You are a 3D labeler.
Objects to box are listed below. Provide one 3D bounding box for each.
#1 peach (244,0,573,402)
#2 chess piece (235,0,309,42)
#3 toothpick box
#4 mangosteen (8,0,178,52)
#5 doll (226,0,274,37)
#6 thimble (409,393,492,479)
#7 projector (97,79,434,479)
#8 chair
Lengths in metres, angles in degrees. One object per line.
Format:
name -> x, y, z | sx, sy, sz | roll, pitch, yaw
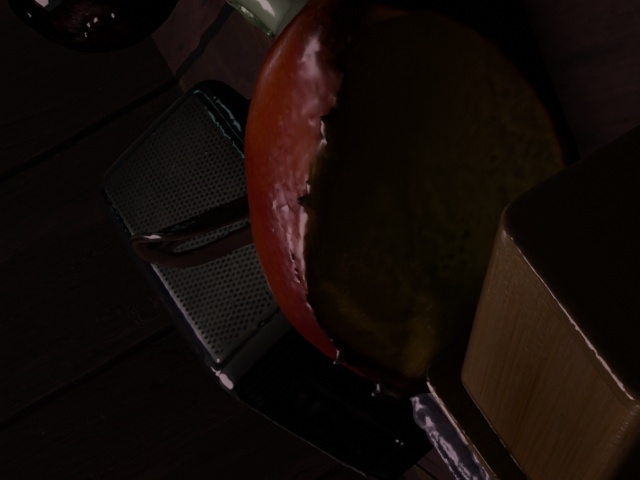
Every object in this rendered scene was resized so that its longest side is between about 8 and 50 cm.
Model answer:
peach -> 0.041, -0.065, 1.120 | 0.201, 0.257, 0.362 | 41, 163, 51
chess piece -> -0.053, -0.259, 1.376 | 0.299, 0.194, 0.194 | 47, 169, 18
toothpick box -> 0.201, 0.068, 0.958 | 0.187, 0.190, 0.308 | 57, 167, 21
mangosteen -> -0.357, -0.439, 2.202 | 0.293, 0.297, 0.297 | 55, 172, 10
doll -> -0.086, -0.320, 1.717 | 0.115, 0.077, 0.150 | 110, 141, -67
thimble -> 0.198, 0.170, 1.375 | 0.236, 0.172, 0.205 | 44, 160, 55
projector -> -0.022, 0.049, 1.747 | 0.395, 0.242, 0.405 | 40, -171, -48
chair -> 0.000, 0.000, 1.401 | 0.183, 0.326, 0.175 | 59, 174, 7
